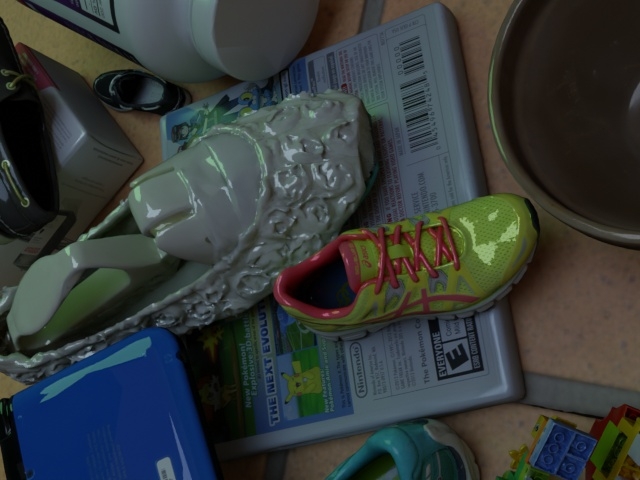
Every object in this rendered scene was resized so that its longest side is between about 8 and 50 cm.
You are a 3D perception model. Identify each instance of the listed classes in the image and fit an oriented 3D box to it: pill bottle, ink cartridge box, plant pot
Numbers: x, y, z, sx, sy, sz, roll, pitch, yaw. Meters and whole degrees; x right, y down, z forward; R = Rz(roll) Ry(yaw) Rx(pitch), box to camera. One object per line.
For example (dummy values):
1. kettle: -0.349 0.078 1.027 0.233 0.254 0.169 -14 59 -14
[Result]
1. pill bottle: -0.157 -0.257 0.939 0.323 0.181 0.181 30 95 34
2. ink cartridge box: -0.305 -0.060 1.038 0.218 0.092 0.158 -47 59 12
3. plant pot: 0.242 -0.102 0.693 0.237 0.110 0.237 -8 74 30

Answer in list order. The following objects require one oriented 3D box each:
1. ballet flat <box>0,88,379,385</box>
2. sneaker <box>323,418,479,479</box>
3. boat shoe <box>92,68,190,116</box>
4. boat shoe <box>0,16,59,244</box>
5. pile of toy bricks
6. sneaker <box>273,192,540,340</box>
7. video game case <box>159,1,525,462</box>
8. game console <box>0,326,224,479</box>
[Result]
1. ballet flat: -0.134 0.013 0.842 0.409 0.147 0.147 -36 62 24
2. sneaker: -0.004 0.232 0.763 0.275 0.110 0.107 -51 57 12
3. boat shoe: -0.185 -0.148 1.015 0.125 0.038 0.046 22 90 34
4. boat shoe: -0.283 -0.113 0.939 0.069 0.081 0.227 -18 76 22
5. pile of toy bricks: 0.134 0.194 0.700 0.118 0.105 0.212 22 99 -8
6. sneaker: 0.057 0.020 0.744 0.208 0.094 0.081 -25 64 24
7. video game case: 0.000 0.000 0.865 0.300 0.036 0.329 -17 70 28
8. game console: -0.155 0.260 0.840 0.250 0.173 0.293 -27 63 11
